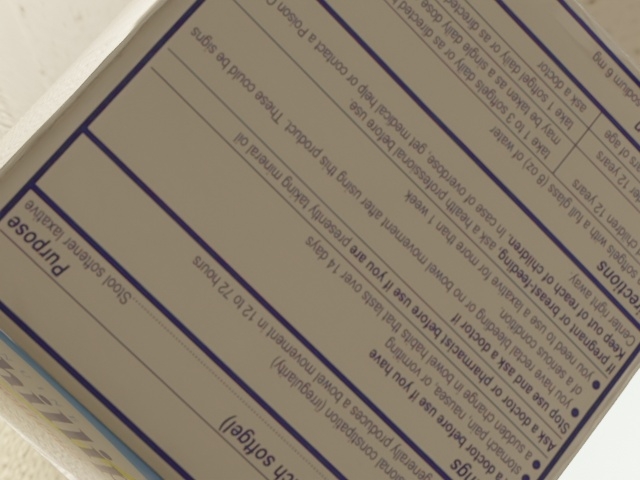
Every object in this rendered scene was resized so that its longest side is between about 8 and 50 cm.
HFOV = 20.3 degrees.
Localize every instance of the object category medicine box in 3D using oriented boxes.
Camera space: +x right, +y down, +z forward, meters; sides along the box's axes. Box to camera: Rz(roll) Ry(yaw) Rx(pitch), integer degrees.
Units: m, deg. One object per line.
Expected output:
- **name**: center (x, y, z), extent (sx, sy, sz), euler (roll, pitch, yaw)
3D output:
- **medicine box**: center (0.000, 0.000, 0.797), extent (0.263, 0.149, 0.289), euler (45, -109, -13)
